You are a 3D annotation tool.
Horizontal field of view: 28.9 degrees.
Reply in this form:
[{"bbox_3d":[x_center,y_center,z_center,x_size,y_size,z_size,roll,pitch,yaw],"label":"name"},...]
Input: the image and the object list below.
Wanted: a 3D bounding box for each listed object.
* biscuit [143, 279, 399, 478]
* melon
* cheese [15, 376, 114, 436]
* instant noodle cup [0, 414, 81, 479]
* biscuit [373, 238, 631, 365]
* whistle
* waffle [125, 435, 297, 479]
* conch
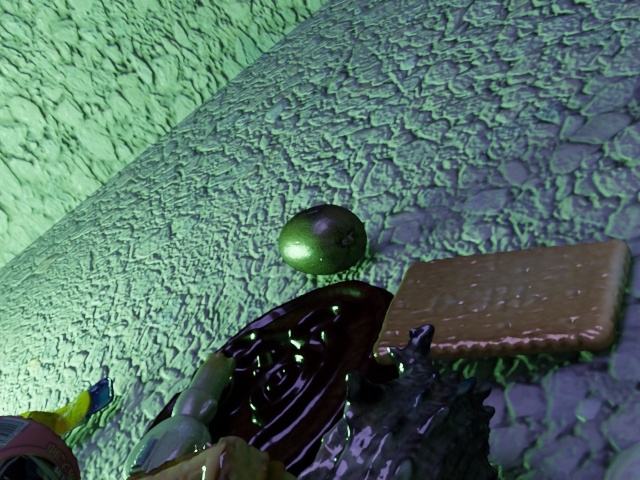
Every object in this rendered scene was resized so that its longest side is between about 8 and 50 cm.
[{"bbox_3d":[-0.063,0.197,1.393,0.407,0.091,0.407,-33,22,15],"label":"biscuit"},{"bbox_3d":[0.000,0.000,1.683,0.099,0.099,0.162,-48,19,-23],"label":"melon"},{"bbox_3d":[-0.417,0.290,1.823,0.270,0.069,0.177,-35,22,2],"label":"cheese"},{"bbox_3d":[-0.416,0.350,1.524,0.244,0.244,0.255,-29,14,25],"label":"instant noodle cup"},{"bbox_3d":[0.183,0.065,1.251,0.250,0.030,0.160,-8,34,27],"label":"biscuit"},{"bbox_3d":[-0.148,0.197,1.343,0.104,0.057,0.198,-21,32,42],"label":"whistle"},{"bbox_3d":[-0.165,0.372,1.075,0.261,0.114,0.376,-23,38,32],"label":"waffle"},{"bbox_3d":[0.048,0.227,1.040,0.240,0.186,0.313,114,171,-63],"label":"conch"}]
